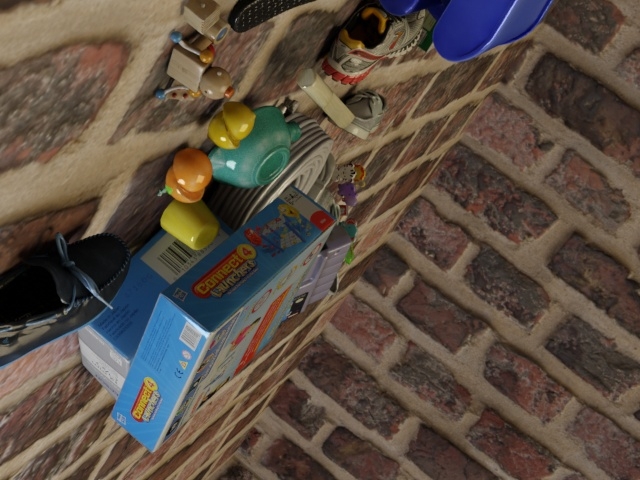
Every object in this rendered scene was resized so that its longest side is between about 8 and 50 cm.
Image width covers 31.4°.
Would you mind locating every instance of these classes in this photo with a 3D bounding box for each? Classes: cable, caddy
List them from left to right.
[{"bbox_3d":[-0.082,-0.088,1.820,0.257,0.089,0.257,-52,171,-1],"label":"cable"},{"bbox_3d":[0.234,-0.421,1.617,0.179,0.241,0.341,-34,162,-43],"label":"caddy"}]

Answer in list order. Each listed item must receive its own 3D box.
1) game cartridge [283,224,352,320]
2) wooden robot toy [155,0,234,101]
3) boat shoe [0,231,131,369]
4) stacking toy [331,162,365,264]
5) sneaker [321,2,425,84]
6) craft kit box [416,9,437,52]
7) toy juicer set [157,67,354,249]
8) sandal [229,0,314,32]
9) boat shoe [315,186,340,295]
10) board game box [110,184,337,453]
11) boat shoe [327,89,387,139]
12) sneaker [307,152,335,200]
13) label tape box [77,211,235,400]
[{"bbox_3d":[-0.120,0.106,2.098,0.355,0.068,0.230,-23,153,-25],"label":"game cartridge"},{"bbox_3d":[-0.120,-0.194,1.251,0.076,0.079,0.173,-44,169,-37],"label":"wooden robot toy"},{"bbox_3d":[-0.302,0.063,1.278,0.258,0.109,0.089,-46,166,-43],"label":"boat shoe"},{"bbox_3d":[0.061,-0.058,2.435,0.167,0.052,0.221,4,87,-79],"label":"stacking toy"},{"bbox_3d":[0.097,-0.328,1.771,0.225,0.088,0.092,-45,168,-36],"label":"sneaker"},{"bbox_3d":[0.290,-0.498,2.178,0.250,0.061,0.246,-58,172,35],"label":"craft kit box"},{"bbox_3d":[-0.097,-0.147,1.565,0.329,0.089,0.209,-40,155,-17],"label":"toy juicer set"},{"bbox_3d":[-0.042,-0.306,1.359,0.179,0.040,0.067,-31,157,-25],"label":"sandal"},{"bbox_3d":[-0.001,0.003,2.262,0.320,0.103,0.118,99,15,-53],"label":"boat shoe"},{"bbox_3d":[-0.138,0.111,1.616,0.302,0.086,0.308,-43,167,-44],"label":"board game box"},{"bbox_3d":[0.074,-0.239,2.076,0.081,0.079,0.227,-64,173,15],"label":"boat shoe"},{"bbox_3d":[-0.055,-0.066,2.079,0.235,0.090,0.095,-49,-178,-4],"label":"sneaker"},{"bbox_3d":[-0.247,0.116,1.746,0.249,0.115,0.347,-47,173,-23],"label":"label tape box"}]
